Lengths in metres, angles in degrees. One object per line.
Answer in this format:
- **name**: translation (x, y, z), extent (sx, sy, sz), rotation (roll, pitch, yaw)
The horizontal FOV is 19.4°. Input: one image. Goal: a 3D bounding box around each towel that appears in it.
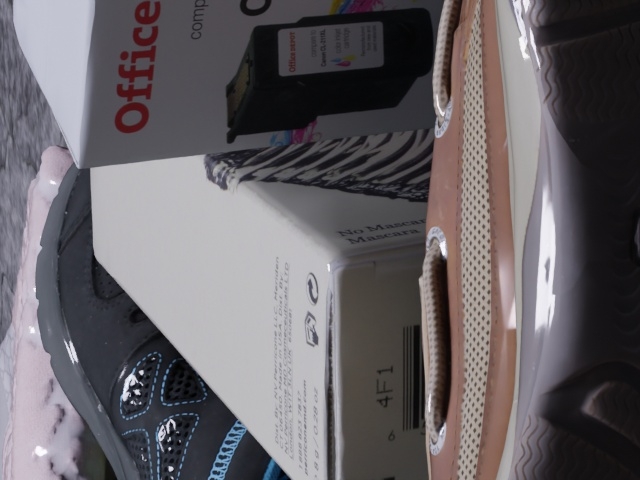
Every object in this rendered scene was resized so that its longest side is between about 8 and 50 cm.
- **towel**: translation (-0.167, 0.156, 1.129), extent (0.317, 0.053, 0.331), rotation (118, 151, -64)

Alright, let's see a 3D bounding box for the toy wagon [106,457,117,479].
- **toy wagon**: translation (-0.070, 0.255, 1.053), extent (0.267, 0.068, 0.344), rotation (106, 148, -48)

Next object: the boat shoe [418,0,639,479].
- **boat shoe**: translation (0.084, 0.038, 0.504), extent (0.116, 0.123, 0.324), rotation (-177, 92, -76)

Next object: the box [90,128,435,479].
- **box**: translation (0.000, 0.000, 0.711), extent (0.275, 0.113, 0.094), rotation (-143, 49, -60)

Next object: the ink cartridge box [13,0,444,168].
- **ink cartridge box**: translation (0.002, -0.098, 0.574), extent (0.072, 0.175, 0.127), rotation (-118, 28, -43)

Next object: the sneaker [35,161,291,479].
- **sneaker**: translation (-0.039, 0.088, 0.888), extent (0.140, 0.125, 0.340), rotation (-34, 59, 37)
